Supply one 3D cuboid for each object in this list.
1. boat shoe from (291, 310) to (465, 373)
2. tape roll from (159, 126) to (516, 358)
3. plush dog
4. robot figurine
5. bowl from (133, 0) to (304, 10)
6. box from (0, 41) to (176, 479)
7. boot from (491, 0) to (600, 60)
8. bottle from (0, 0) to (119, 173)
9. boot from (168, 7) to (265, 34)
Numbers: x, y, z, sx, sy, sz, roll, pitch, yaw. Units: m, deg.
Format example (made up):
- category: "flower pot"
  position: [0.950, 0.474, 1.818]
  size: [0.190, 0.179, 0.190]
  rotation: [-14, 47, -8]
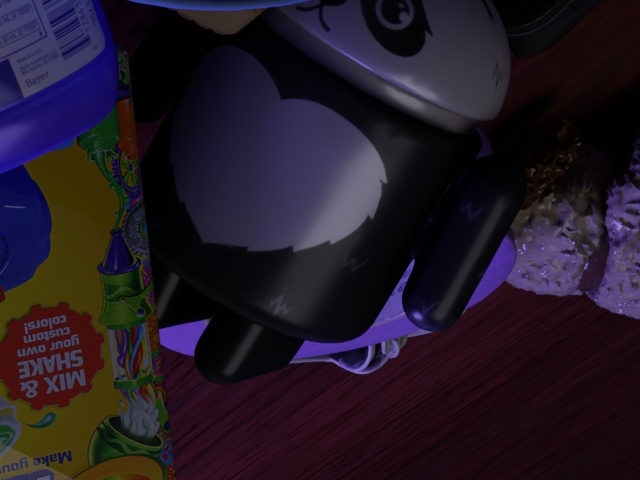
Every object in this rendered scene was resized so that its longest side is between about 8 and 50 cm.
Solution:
- category: "boat shoe"
  position: [0.029, 0.074, 1.435]
  size: [0.258, 0.084, 0.095]
  rotation: [-2, 146, -34]
- category: "tape roll"
  position: [0.000, 0.000, 1.221]
  size: [0.274, 0.090, 0.275]
  rotation: [-10, 158, -4]
- category: "plush dog"
  position: [0.232, -0.006, 1.365]
  size: [0.225, 0.211, 0.262]
  rotation: [6, 149, 4]
- category: "robot figurine"
  position: [-0.007, -0.052, 0.977]
  size: [0.209, 0.173, 0.278]
  rotation: [25, 106, -20]
- category: "bowl"
  position: [-0.013, -0.280, 0.641]
  size: [0.391, 0.077, 0.391]
  rotation: [-19, 132, -23]
- category: "box"
  position: [-0.251, 0.037, 0.918]
  size: [0.290, 0.177, 0.279]
  rotation: [-12, 109, -20]
- category: "boot"
  position: [0.191, -0.199, 1.108]
  size: [0.198, 0.077, 0.137]
  rotation: [-31, 168, 7]
- category: "bottle"
  position: [-0.180, -0.166, 0.723]
  size: [0.118, 0.092, 0.283]
  rotation: [-29, 122, -18]
- category: "boot"
  position: [-0.078, -0.220, 0.809]
  size: [0.248, 0.090, 0.207]
  rotation: [21, 127, -29]
